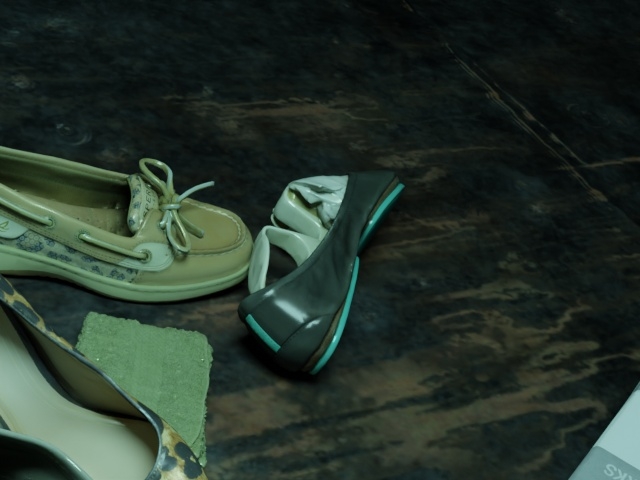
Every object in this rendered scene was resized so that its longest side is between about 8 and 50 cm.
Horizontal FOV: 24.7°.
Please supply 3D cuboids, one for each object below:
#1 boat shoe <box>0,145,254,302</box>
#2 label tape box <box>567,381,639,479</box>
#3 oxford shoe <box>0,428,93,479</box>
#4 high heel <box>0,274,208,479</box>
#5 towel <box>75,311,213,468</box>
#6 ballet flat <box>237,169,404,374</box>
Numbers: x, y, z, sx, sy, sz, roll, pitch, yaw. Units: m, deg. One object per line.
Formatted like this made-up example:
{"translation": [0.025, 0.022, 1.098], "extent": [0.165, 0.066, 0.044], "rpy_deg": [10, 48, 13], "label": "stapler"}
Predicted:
{"translation": [-0.182, -0.019, 1.181], "extent": [0.285, 0.089, 0.104], "rpy_deg": [6, 36, -23], "label": "boat shoe"}
{"translation": [0.155, 0.234, 0.873], "extent": [0.106, 0.240, 0.334], "rpy_deg": [32, 35, 15], "label": "label tape box"}
{"translation": [-0.293, 0.127, 0.886], "extent": [0.449, 0.130, 0.169], "rpy_deg": [28, 36, 13], "label": "oxford shoe"}
{"translation": [-0.166, 0.107, 0.920], "extent": [0.261, 0.186, 0.093], "rpy_deg": [37, 73, 22], "label": "high heel"}
{"translation": [-0.135, 0.112, 1.081], "extent": [0.110, 0.027, 0.148], "rpy_deg": [12, 36, -11], "label": "towel"}
{"translation": [0.000, 0.000, 1.240], "extent": [0.096, 0.095, 0.280], "rpy_deg": [32, 33, -4], "label": "ballet flat"}
